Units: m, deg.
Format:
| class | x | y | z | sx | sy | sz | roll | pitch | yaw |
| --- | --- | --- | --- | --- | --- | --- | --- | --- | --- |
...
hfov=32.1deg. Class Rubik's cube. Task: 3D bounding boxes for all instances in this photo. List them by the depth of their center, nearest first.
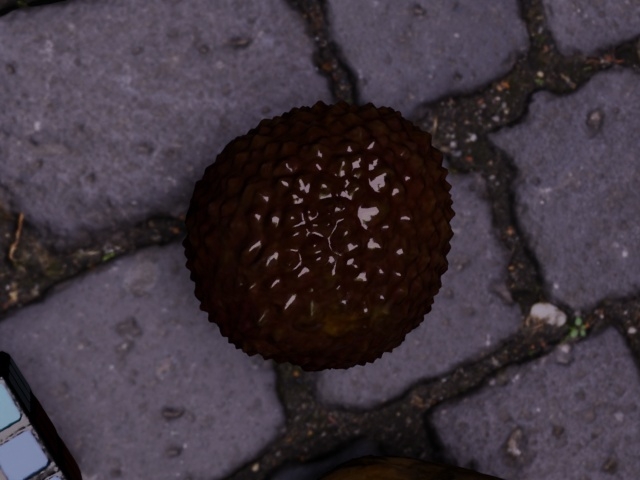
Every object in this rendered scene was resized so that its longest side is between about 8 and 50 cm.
| class | x | y | z | sx | sy | sz | roll | pitch | yaw |
| --- | --- | --- | --- | --- | --- | --- | --- | --- | --- |
| Rubik's cube | -0.335 | 0.222 | 1.077 | 0.162 | 0.163 | 0.160 | -31 | 99 | -11 |

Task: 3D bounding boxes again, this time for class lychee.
| class | x | y | z | sx | sy | sz | roll | pitch | yaw |
| --- | --- | --- | --- | --- | --- | --- | --- | --- | --- |
| lychee | 0.000 | 0.000 | 1.100 | 0.275 | 0.276 | 0.304 | 27 | 120 | -14 |

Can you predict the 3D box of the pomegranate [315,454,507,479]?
| class | x | y | z | sx | sy | sz | roll | pitch | yaw |
| --- | --- | --- | --- | --- | --- | --- | --- | --- | --- |
| pomegranate | 0.097 | 0.360 | 1.124 | 0.322 | 0.322 | 0.322 | 0 | 92 | -15 |
